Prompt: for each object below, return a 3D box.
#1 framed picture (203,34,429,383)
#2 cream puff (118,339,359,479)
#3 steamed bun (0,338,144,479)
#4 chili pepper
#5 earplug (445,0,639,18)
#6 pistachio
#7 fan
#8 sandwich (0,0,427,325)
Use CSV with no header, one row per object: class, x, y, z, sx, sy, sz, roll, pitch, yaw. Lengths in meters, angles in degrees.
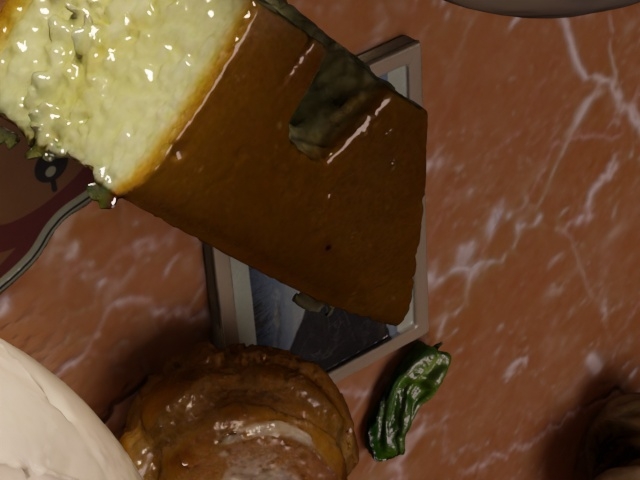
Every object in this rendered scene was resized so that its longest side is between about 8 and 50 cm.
framed picture,0.000,0.000,0.897,0.150,0.015,0.203,-26,131,-30
cream puff,-0.047,0.116,0.853,0.126,0.103,0.144,26,115,-25
steamed bun,-0.237,0.180,0.608,0.374,0.241,0.374,-19,125,-30
chili pepper,0.053,0.102,1.006,0.091,0.030,0.034,-64,164,13
earplug,0.090,-0.285,0.585,0.313,0.313,0.394,8,113,-47
pistachio,0.259,0.191,1.191,0.206,0.131,0.129,55,33,-49
fan,-0.128,-0.063,0.736,0.220,0.009,0.132,-50,142,-6
sandwich,-0.030,-0.047,0.742,0.128,0.122,0.236,-55,142,4
